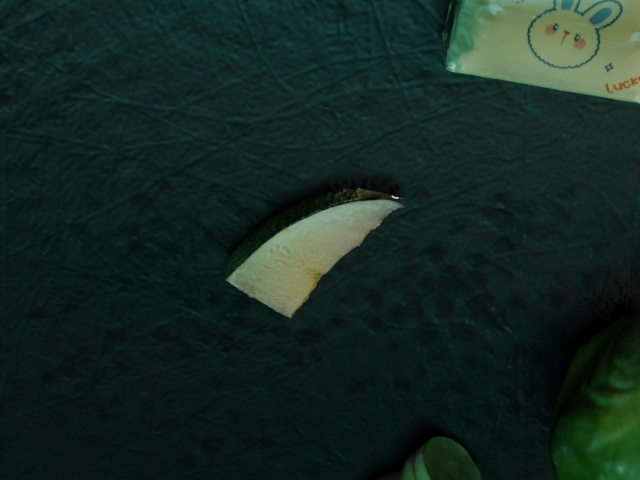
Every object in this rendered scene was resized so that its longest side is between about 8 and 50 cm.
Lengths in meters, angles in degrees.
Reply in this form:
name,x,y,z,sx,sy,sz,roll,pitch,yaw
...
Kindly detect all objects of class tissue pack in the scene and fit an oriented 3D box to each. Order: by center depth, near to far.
name,x,y,z,sx,sy,sz,roll,pitch,yaw
tissue pack,0.216,-0.213,1.365,0.196,0.092,0.148,9,121,-3

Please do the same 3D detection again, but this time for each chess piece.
name,x,y,z,sx,sy,sz,roll,pitch,yaw
chess piece,0.080,0.299,1.686,0.090,0.090,0.200,38,125,-19

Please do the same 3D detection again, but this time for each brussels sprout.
name,x,y,z,sx,sy,sz,roll,pitch,yaw
brussels sprout,0.337,0.182,1.527,0.244,0.244,0.244,1,121,1

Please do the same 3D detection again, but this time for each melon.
name,x,y,z,sx,sy,sz,roll,pitch,yaw
melon,-0.007,-0.003,1.519,0.098,0.054,0.182,34,116,-24
